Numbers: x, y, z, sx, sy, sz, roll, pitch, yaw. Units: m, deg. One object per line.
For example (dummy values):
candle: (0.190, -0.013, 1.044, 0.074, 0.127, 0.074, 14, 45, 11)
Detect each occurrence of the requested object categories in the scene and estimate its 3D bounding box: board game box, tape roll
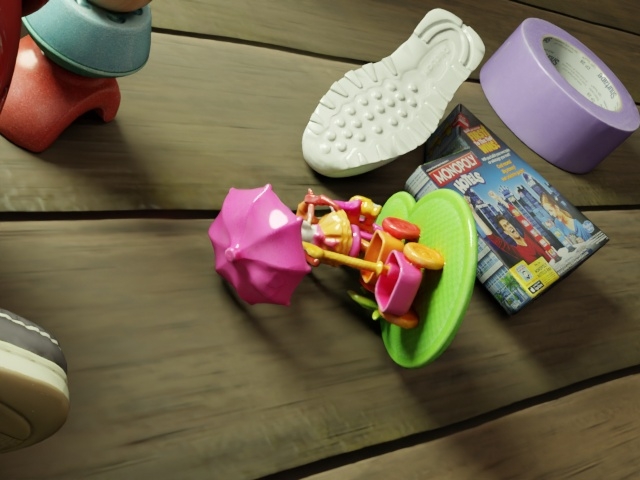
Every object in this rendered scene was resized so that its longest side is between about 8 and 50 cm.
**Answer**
board game box: (0.152, -0.033, 0.826, 0.194, 0.060, 0.194, 50, 37, 13)
tape roll: (0.293, -0.178, 1.091, 0.189, 0.080, 0.189, 26, 39, -23)

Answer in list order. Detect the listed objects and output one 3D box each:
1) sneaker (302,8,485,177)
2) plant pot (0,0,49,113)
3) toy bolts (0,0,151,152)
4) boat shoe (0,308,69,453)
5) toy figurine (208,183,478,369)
sneaker: (0.062, -0.118, 0.817, 0.090, 0.095, 0.235, 49, 55, 1)
plant pot: (-0.227, -0.112, 0.399, 0.191, 0.191, 0.174, 28, 64, -19)
toy bolts: (-0.209, -0.177, 0.551, 0.228, 0.158, 0.218, 41, 36, -1)
boat shoe: (-0.226, 0.006, 0.320, 0.285, 0.103, 0.092, 18, 46, -21)
toy figurine: (0.000, 0.000, 0.623, 0.159, 0.130, 0.173, 14, 21, -20)
